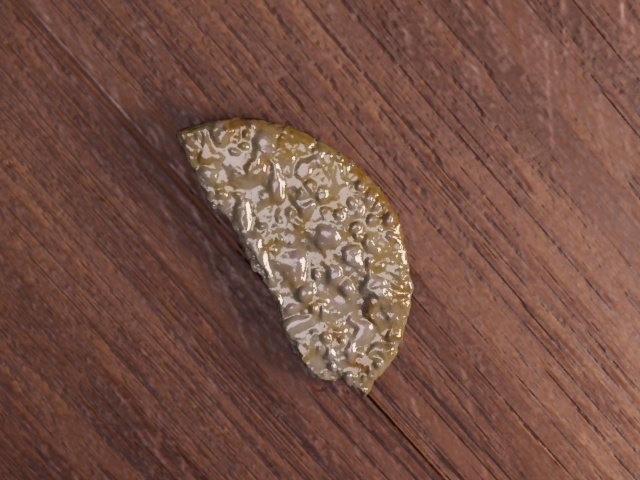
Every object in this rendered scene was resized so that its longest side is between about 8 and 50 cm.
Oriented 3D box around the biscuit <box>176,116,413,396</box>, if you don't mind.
[{"bbox_3d":[0.000,0.000,0.999,0.141,0.038,0.290,-29,99,2],"label":"biscuit"}]
